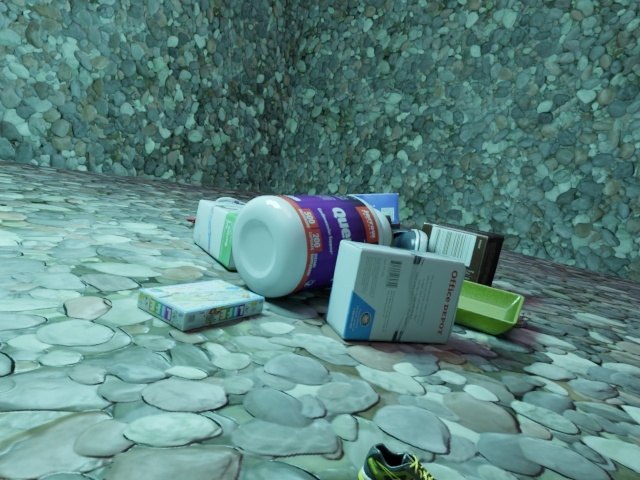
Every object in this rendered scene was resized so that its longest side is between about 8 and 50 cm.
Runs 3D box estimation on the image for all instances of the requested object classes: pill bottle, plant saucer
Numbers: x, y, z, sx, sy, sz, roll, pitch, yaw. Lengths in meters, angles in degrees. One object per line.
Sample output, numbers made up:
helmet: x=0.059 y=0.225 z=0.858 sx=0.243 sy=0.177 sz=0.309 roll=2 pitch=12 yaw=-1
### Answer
pill bottle: x=0.000 y=0.000 z=0.856 sx=0.181 sy=0.181 sz=0.323 roll=18 pitch=18 yaw=41
plant saucer: x=0.305 y=0.132 z=0.884 sx=0.188 sy=0.045 sz=0.188 roll=15 pitch=16 yaw=27

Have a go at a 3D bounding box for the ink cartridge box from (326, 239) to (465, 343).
ink cartridge box: x=0.119 y=0.083 z=0.690 sx=0.191 sy=0.139 sz=0.082 roll=8 pitch=7 yaw=-23

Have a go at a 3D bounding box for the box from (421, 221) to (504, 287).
box: x=0.366 y=0.049 z=1.146 sx=0.168 sy=0.167 sz=0.203 roll=16 pitch=9 yaw=33

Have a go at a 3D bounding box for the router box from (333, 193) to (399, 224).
router box: x=0.066 y=-0.070 z=1.288 sx=0.335 sy=0.082 sz=0.301 roll=-1 pitch=-4 yaw=11

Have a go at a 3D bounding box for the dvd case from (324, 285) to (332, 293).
dvd case: x=0.120 y=0.086 z=0.941 sx=0.165 sy=0.018 sz=0.221 roll=-4 pitch=4 yaw=19

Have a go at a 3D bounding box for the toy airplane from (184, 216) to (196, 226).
toy airplane: x=-0.384 y=-0.063 z=1.402 sx=0.151 sy=0.028 sz=0.151 roll=9 pitch=8 yaw=-1

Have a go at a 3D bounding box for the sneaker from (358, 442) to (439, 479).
sneaker: x=0.070 y=0.181 z=0.324 sx=0.083 sy=0.035 sz=0.031 roll=13 pitch=9 yaw=15

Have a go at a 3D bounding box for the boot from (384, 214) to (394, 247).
boot: x=0.070 y=0.029 z=1.096 sx=0.112 sy=0.115 sz=0.305 roll=-11 pitch=-5 yaw=-34

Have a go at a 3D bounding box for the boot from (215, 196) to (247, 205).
boot: x=-0.343 y=-0.135 z=1.795 sx=0.190 sy=0.069 sz=0.086 roll=11 pitch=5 yaw=-14

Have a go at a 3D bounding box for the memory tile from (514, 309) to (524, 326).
memory tile: x=0.397 y=0.161 z=0.972 sx=0.113 sy=0.012 sz=0.148 roll=15 pitch=10 yaw=26

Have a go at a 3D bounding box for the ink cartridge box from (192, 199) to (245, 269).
ink cartridge box: x=-0.168 y=-0.014 z=1.048 sx=0.201 sy=0.117 sz=0.278 roll=6 pitch=9 yaw=-33

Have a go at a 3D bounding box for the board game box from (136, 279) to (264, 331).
board game box: x=-0.173 y=0.091 z=0.644 sx=0.103 sy=0.026 sz=0.154 roll=17 pitch=10 yaw=33

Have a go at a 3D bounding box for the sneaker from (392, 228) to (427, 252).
sneaker: x=0.178 y=0.031 z=1.154 sx=0.127 sy=0.126 sz=0.321 roll=12 pitch=-7 yaw=-6
